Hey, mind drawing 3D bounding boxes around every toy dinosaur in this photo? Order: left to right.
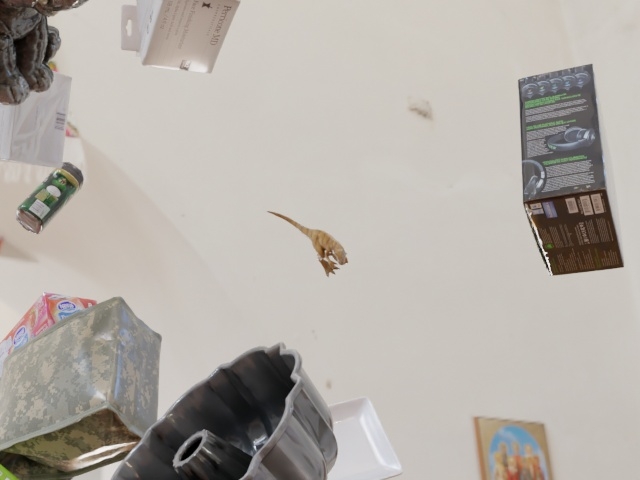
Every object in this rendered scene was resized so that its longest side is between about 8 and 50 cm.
[{"bbox_3d":[0.000,0.000,1.462,0.211,0.064,0.112,28,-29,49],"label":"toy dinosaur"}]

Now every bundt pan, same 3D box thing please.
[{"bbox_3d":[-0.111,0.279,0.917,0.331,0.331,0.124,-27,-68,41],"label":"bundt pan"}]

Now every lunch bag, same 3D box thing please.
[{"bbox_3d":[-0.426,0.267,1.334,0.287,0.235,0.169,-21,-46,12],"label":"lunch bag"}]

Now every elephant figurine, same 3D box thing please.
[{"bbox_3d":[-0.326,-0.278,0.840,0.186,0.169,0.239,15,-44,-25],"label":"elephant figurine"}]

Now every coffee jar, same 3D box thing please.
[{"bbox_3d":[-0.664,-0.108,1.945,0.079,0.184,0.096,37,-36,-7],"label":"coffee jar"}]

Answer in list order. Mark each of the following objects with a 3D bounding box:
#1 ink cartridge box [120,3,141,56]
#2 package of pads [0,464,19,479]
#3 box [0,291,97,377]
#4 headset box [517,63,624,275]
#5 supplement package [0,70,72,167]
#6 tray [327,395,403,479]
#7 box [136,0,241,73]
[{"bbox_3d":[-0.350,-0.457,1.738,0.180,0.104,0.060,1,3,-19],"label":"ink cartridge box"},{"bbox_3d":[-0.478,0.458,1.199,0.229,0.101,0.296,45,-39,-8],"label":"package of pads"},{"bbox_3d":[-0.546,0.229,1.569,0.122,0.128,0.257,14,-47,-44],"label":"box"},{"bbox_3d":[0.430,-0.125,1.360,0.131,0.283,0.246,-8,-34,23],"label":"headset box"},{"bbox_3d":[-0.643,-0.258,1.611,0.203,0.194,0.149,8,1,24],"label":"supplement package"},{"bbox_3d":[-0.021,0.333,1.214,0.270,0.145,0.030,-9,-39,-22],"label":"tray"},{"bbox_3d":[-0.213,-0.392,1.241,0.119,0.182,0.181,1,-27,-23],"label":"box"}]
